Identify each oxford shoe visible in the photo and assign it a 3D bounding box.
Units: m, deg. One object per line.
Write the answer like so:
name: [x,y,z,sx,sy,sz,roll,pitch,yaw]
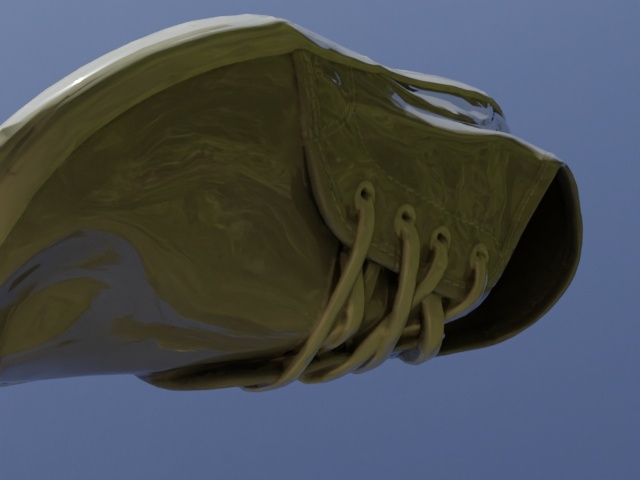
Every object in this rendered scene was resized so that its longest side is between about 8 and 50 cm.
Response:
oxford shoe: [0.000,0.000,0.744,0.130,0.449,0.169,44,-67,22]
